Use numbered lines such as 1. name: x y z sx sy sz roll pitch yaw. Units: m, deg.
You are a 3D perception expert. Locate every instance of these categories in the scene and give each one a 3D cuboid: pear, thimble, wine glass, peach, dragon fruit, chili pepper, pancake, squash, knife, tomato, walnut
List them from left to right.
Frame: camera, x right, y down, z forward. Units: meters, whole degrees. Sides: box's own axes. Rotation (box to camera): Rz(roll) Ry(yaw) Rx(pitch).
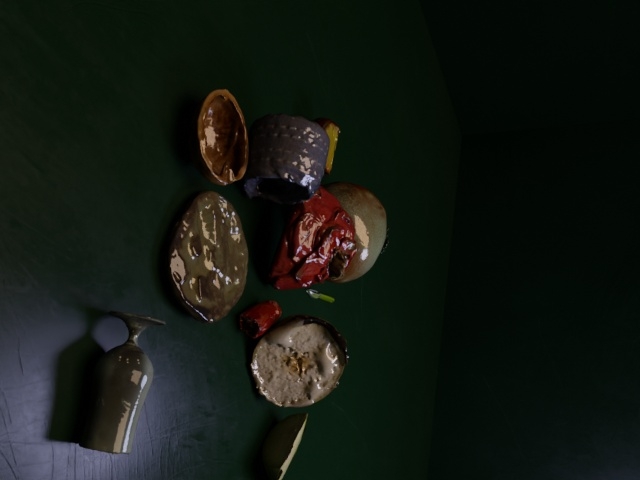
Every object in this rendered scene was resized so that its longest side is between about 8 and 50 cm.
1. wine glass: -0.347 0.246 1.010 0.103 0.103 0.231 37 60 -59
2. pancake: -0.246 0.043 1.290 0.294 0.049 0.295 -5 90 -66
3. walnut: -0.236 -0.221 1.276 0.167 0.087 0.211 9 79 -57
4. chili pepper: -0.148 0.195 1.457 0.123 0.073 0.070 -29 109 -56
5. squash: -0.113 0.560 1.538 0.192 0.085 0.184 -55 165 -48
6. thimble: -0.094 -0.190 1.406 0.205 0.236 0.172 23 72 -32
7. pear: -0.065 0.288 1.533 0.178 0.266 0.267 -115 -168 -68
8. peach: -0.007 -0.288 1.758 0.127 0.092 0.172 -30 128 -56
9. dragon fruit: 0.000 0.000 1.504 0.152 0.205 0.317 143 -34 -81
10. knife: 0.002 0.178 1.833 0.184 0.022 0.026 27 39 -60
11. tomato: 0.069 -0.033 1.730 0.303 0.239 0.304 9 79 -60
